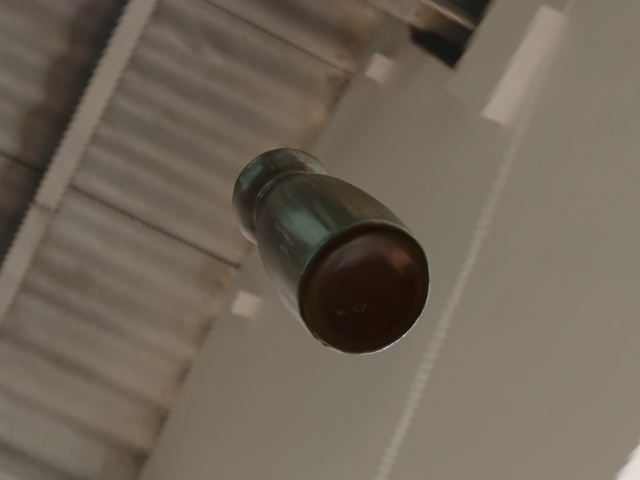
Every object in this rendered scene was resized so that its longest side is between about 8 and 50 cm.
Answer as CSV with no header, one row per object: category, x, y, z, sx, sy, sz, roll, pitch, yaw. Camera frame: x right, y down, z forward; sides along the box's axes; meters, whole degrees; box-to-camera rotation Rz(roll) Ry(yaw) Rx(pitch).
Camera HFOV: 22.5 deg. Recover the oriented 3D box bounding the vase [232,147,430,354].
vase,0.000,0.000,0.610,0.053,0.101,0.053,-8,-67,-18
